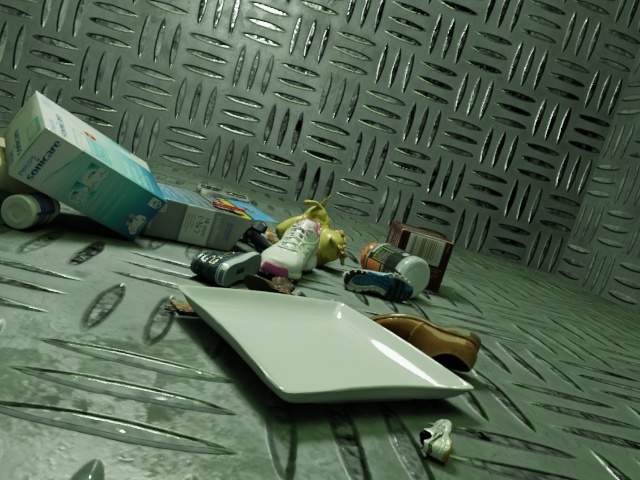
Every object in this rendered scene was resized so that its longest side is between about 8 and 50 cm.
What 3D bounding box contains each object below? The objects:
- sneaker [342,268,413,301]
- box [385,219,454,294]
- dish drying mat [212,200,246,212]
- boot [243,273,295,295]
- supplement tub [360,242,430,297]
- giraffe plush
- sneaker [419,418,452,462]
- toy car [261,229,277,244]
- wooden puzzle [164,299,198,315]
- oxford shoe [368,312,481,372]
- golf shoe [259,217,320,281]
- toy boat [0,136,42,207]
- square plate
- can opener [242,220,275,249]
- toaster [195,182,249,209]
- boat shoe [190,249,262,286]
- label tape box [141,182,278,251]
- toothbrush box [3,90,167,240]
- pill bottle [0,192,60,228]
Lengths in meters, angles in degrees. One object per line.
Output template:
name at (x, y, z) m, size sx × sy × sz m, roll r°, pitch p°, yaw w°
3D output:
sneaker at (0.145, 0.106, 1.456) m, size 0.191 × 0.071 × 0.083 m, roll 16°, pitch 3°, yaw -10°
box at (0.292, 0.048, 1.764) m, size 0.168 × 0.167 × 0.203 m, roll 16°, pitch 8°, yaw -3°
dish drying mat at (-0.230, -0.085, 1.431) m, size 0.083 × 0.008 × 0.032 m, roll 14°, pitch 8°, yaw -21°
boot at (-0.103, 0.089, 1.169) m, size 0.106 × 0.037 × 0.114 m, roll 29°, pitch 11°, yaw -4°
supplement tub at (0.202, 0.077, 1.578) m, size 0.117 × 0.117 × 0.190 m, roll 11°, pitch 11°, yaw -35°
giraffe plush at (0.000, 0.000, 1.609) m, size 0.181 × 0.210 × 0.170 m, roll 11°, pitch 38°, yaw -52°
sneaker at (0.140, 0.238, 0.696) m, size 0.037 × 0.032 × 0.083 m, roll 18°, pitch 8°, yaw 8°
toy car at (-0.140, -0.001, 1.673) m, size 0.060 × 0.040 × 0.122 m, roll 11°, pitch 10°, yaw -34°
wooden puzzle at (-0.215, 0.110, 0.922) m, size 0.083 × 0.006 × 0.049 m, roll 11°, pitch 10°, yaw -34°
oxford shoe at (0.173, 0.184, 1.013) m, size 0.212 × 0.076 × 0.076 m, roll 9°, pitch 45°, yaw 20°
golf shoe at (-0.070, 0.015, 1.380) m, size 0.115 × 0.140 × 0.306 m, roll 20°, pitch 10°, yaw 8°
toy boat at (-0.761, -0.158, 1.215) m, size 0.318 × 0.148 × 0.267 m, roll 20°, pitch 10°, yaw -37°
square plate at (-0.004, 0.160, 0.865) m, size 0.347 × 0.049 × 0.344 m, roll 10°, pitch 11°, yaw -37°
can opener at (-0.169, -0.005, 1.597) m, size 0.059 × 0.073 × 0.186 m, roll 20°, pitch 13°, yaw -41°
toaster at (-0.311, -0.097, 1.727) m, size 0.168 × 0.110 × 0.185 m, roll 14°, pitch 9°, yaw -10°
boat shoe at (-0.191, 0.046, 1.176) m, size 0.083 × 0.065 × 0.183 m, roll 21°, pitch 10°, yaw 16°
label tape box at (-0.315, -0.060, 1.492) m, size 0.334 × 0.106 × 0.241 m, roll 13°, pitch 10°, yaw -31°
toothbrush box at (-0.509, -0.158, 1.228) m, size 0.295 × 0.126 × 0.216 m, roll 35°, pitch 10°, yaw -42°
pill bottle at (-0.571, -0.061, 1.128) m, size 0.067 × 0.067 × 0.120 m, roll 17°, pitch 9°, yaw 0°
